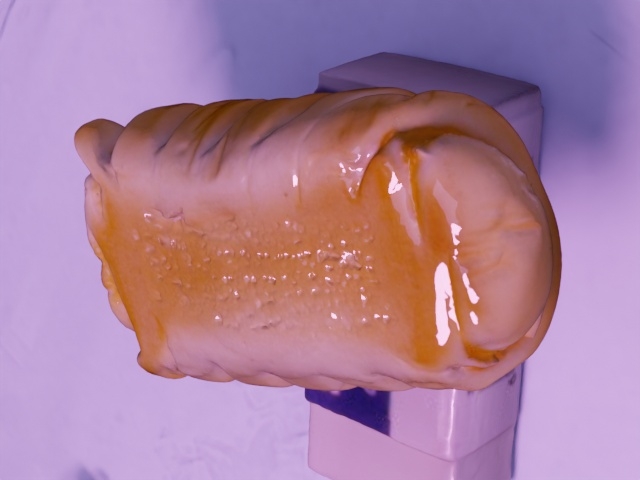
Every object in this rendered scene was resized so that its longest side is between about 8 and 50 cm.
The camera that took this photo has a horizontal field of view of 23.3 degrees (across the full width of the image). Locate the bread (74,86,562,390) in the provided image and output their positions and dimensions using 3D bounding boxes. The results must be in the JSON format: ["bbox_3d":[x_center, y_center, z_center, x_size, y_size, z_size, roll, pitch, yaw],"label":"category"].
[{"bbox_3d":[0.000,0.000,0.868,0.311,0.121,0.172,1,110,41],"label":"bread"}]

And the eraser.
[{"bbox_3d":[0.061,0.032,0.968,0.124,0.081,0.278,18,117,34],"label":"eraser"}]
